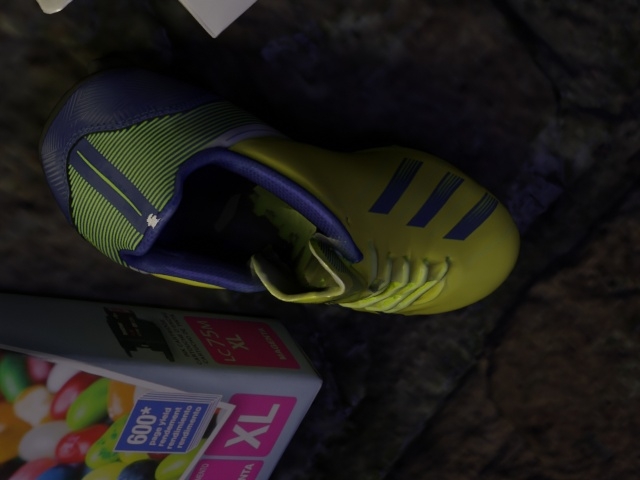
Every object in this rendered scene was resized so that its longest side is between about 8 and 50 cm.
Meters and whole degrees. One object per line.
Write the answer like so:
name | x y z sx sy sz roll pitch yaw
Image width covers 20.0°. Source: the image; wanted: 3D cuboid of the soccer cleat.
soccer cleat | -0.001 0.001 0.834 0.289 0.121 0.093 17 114 -44

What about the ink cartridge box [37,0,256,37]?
ink cartridge box | -0.038 -0.152 0.687 0.181 0.104 0.061 -41 138 3

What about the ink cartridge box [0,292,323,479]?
ink cartridge box | -0.165 0.113 0.863 0.311 0.065 0.185 10 119 -39
